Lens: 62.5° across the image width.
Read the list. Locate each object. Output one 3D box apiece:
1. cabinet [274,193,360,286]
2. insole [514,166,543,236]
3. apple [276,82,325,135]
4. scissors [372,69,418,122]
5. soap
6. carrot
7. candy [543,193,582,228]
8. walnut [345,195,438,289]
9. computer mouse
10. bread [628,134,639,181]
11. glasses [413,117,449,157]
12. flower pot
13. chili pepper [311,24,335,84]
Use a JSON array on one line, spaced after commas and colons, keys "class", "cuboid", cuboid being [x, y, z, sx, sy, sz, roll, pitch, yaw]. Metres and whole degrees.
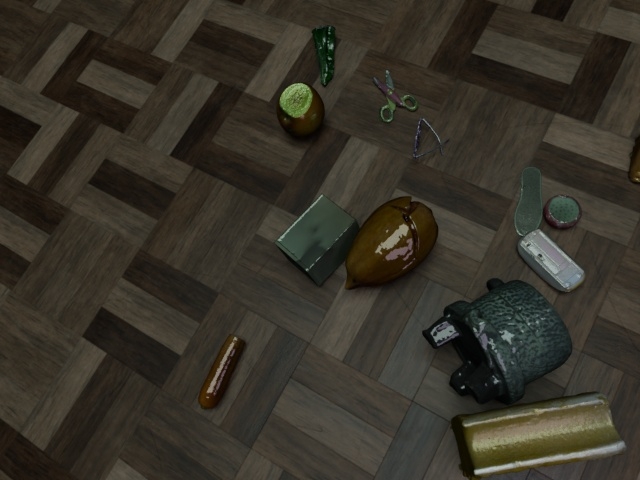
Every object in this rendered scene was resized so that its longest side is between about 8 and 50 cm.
[{"class": "cabinet", "cuboid": [0.000, 0.000, 1.575, 0.145, 0.150, 0.206, 40, 81, 26]}, {"class": "insole", "cuboid": [0.627, -0.118, 1.576, 0.080, 0.003, 0.231, 9, 72, 14]}, {"class": "apple", "cuboid": [-0.067, -0.424, 1.730, 0.146, 0.163, 0.147, 36, 65, 28]}, {"class": "scissors", "cuboid": [0.236, -0.491, 1.776, 0.134, 0.020, 0.187, -24, 69, 6]}, {"class": "soap", "cuboid": [0.488, 0.463, 1.243, 0.336, 0.293, 0.156, -13, 66, 7]}, {"class": "carrot", "cuboid": [-0.292, 0.386, 1.538, 0.067, 0.067, 0.225, 18, 73, 16]}, {"class": "candy", "cuboid": [0.701, -0.083, 1.529, 0.103, 0.043, 0.103, -4, 67, 9]}, {"class": "walnut", "cuboid": [0.191, 0.022, 1.510, 0.336, 0.209, 0.209, -47, 69, 1]}, {"class": "computer mouse", "cuboid": [0.650, 0.056, 1.487, 0.102, 0.045, 0.199, -39, 69, -4]}, {"class": "bread", "cuboid": [0.983, -0.250, 1.532, 0.140, 0.169, 0.160, 23, 36, 17]}, {"class": "glasses", "cuboid": [0.354, -0.317, 1.669, 0.104, 0.062, 0.139, 11, 74, 13]}, {"class": "flower pot", "cuboid": [0.434, 0.250, 1.327, 0.283, 0.299, 0.299, -29, 68, -5]}, {"class": "chili pepper", "cuboid": [0.011, -0.647, 1.860, 0.088, 0.059, 0.226, -4, 74, 14]}]
